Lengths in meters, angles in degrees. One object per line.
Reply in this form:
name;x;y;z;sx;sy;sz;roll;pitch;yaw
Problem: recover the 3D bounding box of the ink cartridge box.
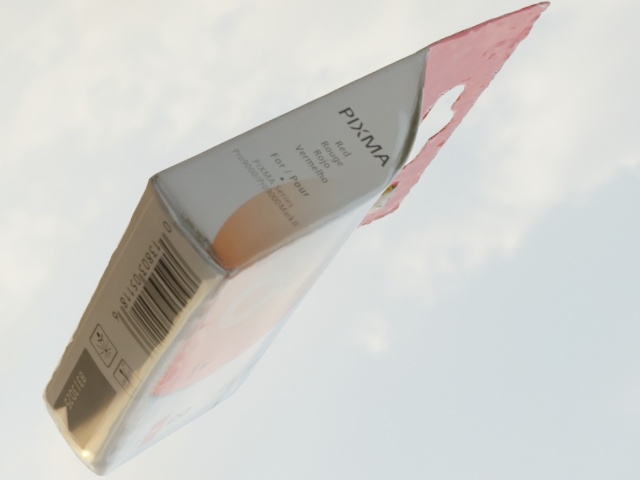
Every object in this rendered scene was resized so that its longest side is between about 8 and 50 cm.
ink cartridge box;0.000;0.000;0.597;0.179;0.045;0.145;-25;162;-35
